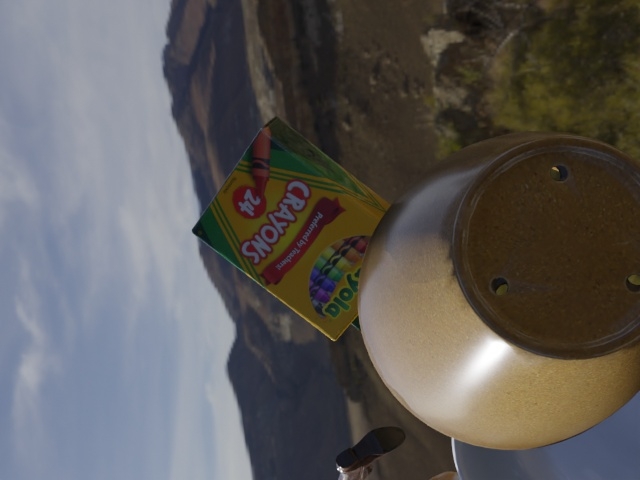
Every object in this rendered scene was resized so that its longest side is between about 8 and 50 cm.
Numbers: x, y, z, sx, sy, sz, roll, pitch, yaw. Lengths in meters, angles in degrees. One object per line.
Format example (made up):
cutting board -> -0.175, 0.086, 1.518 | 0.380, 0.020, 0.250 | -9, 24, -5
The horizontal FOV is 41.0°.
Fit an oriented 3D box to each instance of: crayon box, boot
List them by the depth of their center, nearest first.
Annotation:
boot -> 0.070, 0.306, 1.201 | 0.114, 0.106, 0.037 | 79, 169, -58
crayon box -> 0.000, 0.000, 1.230 | 0.202, 0.318, 0.081 | -53, 2, 26

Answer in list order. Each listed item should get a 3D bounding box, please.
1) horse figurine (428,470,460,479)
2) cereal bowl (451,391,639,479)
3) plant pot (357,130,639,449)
horse figurine -> 0.252, 0.453, 1.469 | 0.174, 0.263, 0.066 | -82, -28, -47
cereal bowl -> 0.305, 0.205, 0.816 | 0.141, 0.339, 0.339 | -44, -39, -42
plant pot -> 0.137, 0.026, 0.561 | 0.254, 0.237, 0.237 | 62, -160, -80
